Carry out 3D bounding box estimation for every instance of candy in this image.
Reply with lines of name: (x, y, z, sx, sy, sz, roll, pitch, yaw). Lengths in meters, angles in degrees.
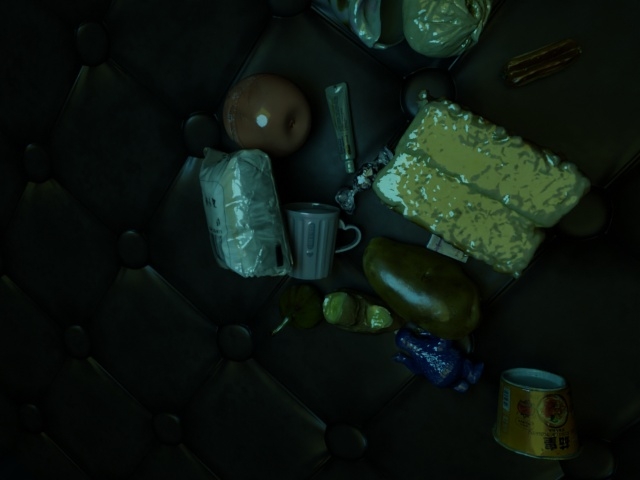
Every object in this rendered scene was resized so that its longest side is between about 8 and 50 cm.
candy: (0.131, -0.172, 1.188, 0.094, 0.051, 0.226, 38, 111, -4)

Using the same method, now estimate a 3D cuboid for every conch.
conch: (0.127, -0.666, 1.021, 0.197, 0.250, 0.367, 34, 109, 56)

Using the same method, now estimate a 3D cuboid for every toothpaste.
toothpaste: (0.065, -0.319, 1.184, 0.067, 0.037, 0.255, -9, 94, 24)

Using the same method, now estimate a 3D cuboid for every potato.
potato: (0.276, 0.121, 1.135, 0.369, 0.176, 0.195, 33, 105, 14)

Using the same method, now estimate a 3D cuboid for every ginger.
ginger: (0.132, 0.215, 1.196, 0.270, 0.219, 0.123, 22, 81, -20)

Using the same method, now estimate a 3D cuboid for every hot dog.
hot dog: (0.533, -0.431, 1.014, 0.189, 0.055, 0.072, -16, 92, 19)

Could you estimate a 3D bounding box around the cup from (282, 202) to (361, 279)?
cup: (-0.009, 0.003, 1.199, 0.221, 0.167, 0.201, 11, 107, 23)

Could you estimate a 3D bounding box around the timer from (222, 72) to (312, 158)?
timer: (-0.145, -0.340, 1.137, 0.215, 0.230, 0.229, 25, 108, 33)

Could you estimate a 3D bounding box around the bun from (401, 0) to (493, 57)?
bun: (0.314, -0.553, 0.988, 0.230, 0.145, 0.229, -11, 115, -24)

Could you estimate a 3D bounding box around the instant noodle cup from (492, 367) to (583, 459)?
instant noodle cup: (0.570, 0.447, 1.099, 0.216, 0.216, 0.172, -2, 91, 17)

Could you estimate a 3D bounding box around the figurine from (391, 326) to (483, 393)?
figurine: (0.324, 0.341, 1.188, 0.262, 0.121, 0.164, 20, 109, 14)

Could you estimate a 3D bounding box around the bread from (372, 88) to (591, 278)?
bread: (0.336, -0.130, 0.962, 0.371, 0.390, 0.279, 30, 102, 8)

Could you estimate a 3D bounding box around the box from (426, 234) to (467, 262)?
box: (0.360, 0.017, 1.160, 0.117, 0.036, 0.050, 20, 106, 12)

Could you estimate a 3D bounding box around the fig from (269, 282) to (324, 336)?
fig: (-0.069, 0.201, 1.246, 0.148, 0.186, 0.142, -15, 79, 11)

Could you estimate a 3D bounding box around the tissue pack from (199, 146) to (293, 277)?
tissue pack: (-0.238, -0.075, 1.175, 0.376, 0.195, 0.389, 15, 116, 58)
